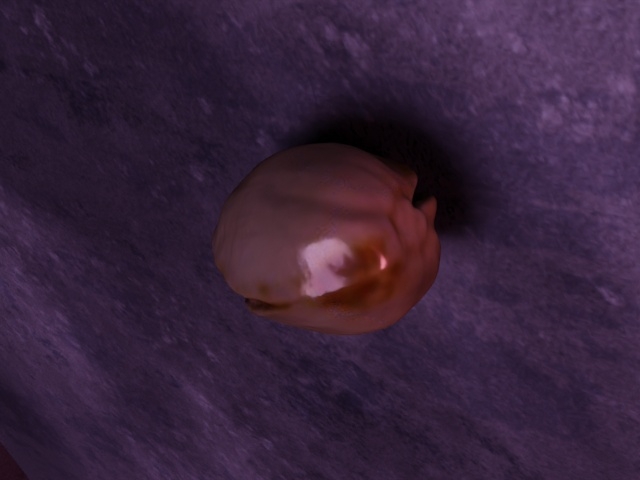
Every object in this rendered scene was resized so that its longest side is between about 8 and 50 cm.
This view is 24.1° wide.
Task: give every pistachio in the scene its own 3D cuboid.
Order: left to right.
[{"bbox_3d":[0.000,0.000,1.030,0.144,0.144,0.215,52,161,-16],"label":"pistachio"}]
